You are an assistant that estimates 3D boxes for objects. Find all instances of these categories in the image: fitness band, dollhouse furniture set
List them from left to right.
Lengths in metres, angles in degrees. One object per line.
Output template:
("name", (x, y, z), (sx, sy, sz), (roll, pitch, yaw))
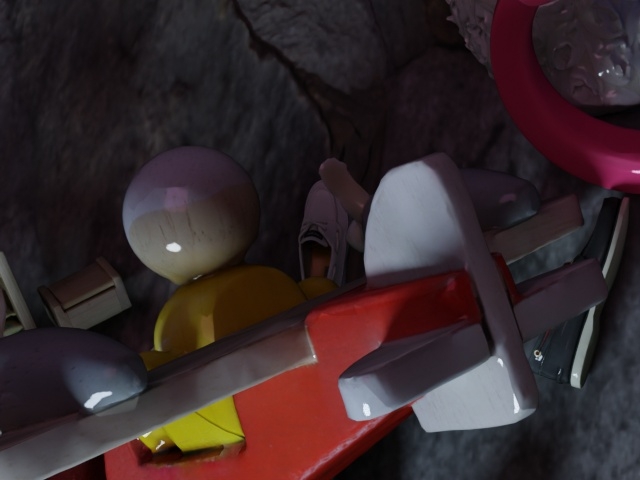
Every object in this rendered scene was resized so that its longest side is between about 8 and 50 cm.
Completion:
("dollhouse furniture set", (-0.265, 0.020, 1.316), (0.182, 0.101, 0.161), (-28, 32, -16))
("fitness band", (0.239, -0.131, 1.096), (0.291, 0.209, 0.054), (-21, 34, 37))

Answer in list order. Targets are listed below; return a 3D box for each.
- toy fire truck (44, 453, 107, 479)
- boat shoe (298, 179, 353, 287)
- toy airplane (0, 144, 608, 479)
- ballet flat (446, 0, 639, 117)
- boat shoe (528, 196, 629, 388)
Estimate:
("toy fire truck", (-0.288, 0.205, 1.252), (0.302, 0.169, 0.254), (-8, 44, 20))
("boat shoe", (0.000, 0.000, 1.258), (0.035, 0.035, 0.100), (-4, 70, 22))
("toy airplane", (-0.024, 0.049, 1.048), (0.384, 0.386, 0.272), (-34, 76, 6))
("ballet flat", (0.119, -0.270, 1.256), (0.147, 0.147, 0.409), (-25, 64, 13))
("boat shoe", (0.173, 0.030, 1.164), (0.042, 0.049, 0.133), (17, 82, 20))
